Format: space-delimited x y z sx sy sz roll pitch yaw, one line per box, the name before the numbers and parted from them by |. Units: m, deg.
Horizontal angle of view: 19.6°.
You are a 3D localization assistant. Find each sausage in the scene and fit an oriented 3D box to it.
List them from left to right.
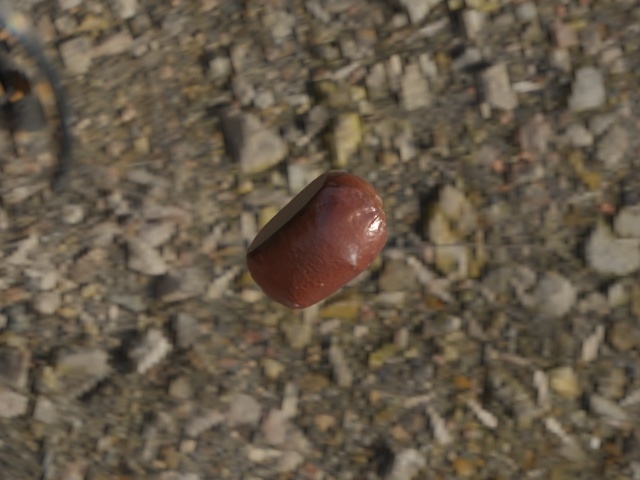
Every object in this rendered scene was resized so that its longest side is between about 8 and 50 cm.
sausage | 0.000 0.000 1.076 0.054 0.094 0.059 42 31 -13
